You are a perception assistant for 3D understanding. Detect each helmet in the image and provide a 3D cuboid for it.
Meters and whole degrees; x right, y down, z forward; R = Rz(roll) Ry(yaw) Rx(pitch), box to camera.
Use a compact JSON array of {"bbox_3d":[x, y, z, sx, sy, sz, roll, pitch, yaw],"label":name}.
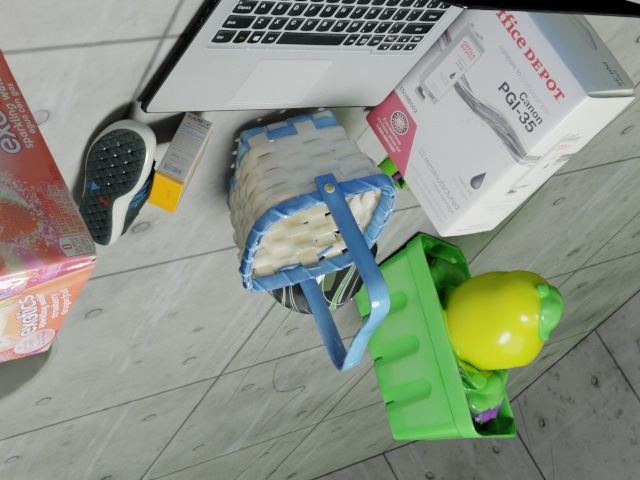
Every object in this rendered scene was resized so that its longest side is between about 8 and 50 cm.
[{"bbox_3d":[-0.011,0.028,1.783,0.169,0.169,0.162,-8,135,-43],"label":"helmet"}]

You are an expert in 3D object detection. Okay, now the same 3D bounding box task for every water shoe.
[{"bbox_3d":[-0.225,-0.079,1.420,0.080,0.073,0.203,-48,175,-43],"label":"water shoe"}]

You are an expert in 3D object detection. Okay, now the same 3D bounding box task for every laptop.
[{"bbox_3d":[0.092,-0.189,1.313,0.381,0.236,0.408,-7,150,-44],"label":"laptop"}]

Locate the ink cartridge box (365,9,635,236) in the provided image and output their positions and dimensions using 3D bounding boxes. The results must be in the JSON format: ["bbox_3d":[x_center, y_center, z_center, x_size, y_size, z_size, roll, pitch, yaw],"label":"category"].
[{"bbox_3d":[0.219,-0.171,1.556,0.117,0.207,0.283,-9,150,-46],"label":"ink cartridge box"}]

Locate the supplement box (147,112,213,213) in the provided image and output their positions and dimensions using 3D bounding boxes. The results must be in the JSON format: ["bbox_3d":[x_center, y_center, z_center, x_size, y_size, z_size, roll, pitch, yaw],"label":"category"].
[{"bbox_3d":[-0.161,-0.089,1.417,0.062,0.036,0.098,117,-4,-55],"label":"supplement box"}]

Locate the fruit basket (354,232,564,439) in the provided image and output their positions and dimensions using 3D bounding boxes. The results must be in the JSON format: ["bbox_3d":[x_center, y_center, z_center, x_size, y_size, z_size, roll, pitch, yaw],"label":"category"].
[{"bbox_3d":[0.271,0.159,2.154,0.392,0.392,0.283,-36,158,17],"label":"fruit basket"}]

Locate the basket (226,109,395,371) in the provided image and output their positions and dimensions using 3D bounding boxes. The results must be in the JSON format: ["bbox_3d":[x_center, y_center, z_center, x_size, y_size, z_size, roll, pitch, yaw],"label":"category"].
[{"bbox_3d":[0.000,0.000,1.545,0.201,0.289,0.255,-13,160,-17],"label":"basket"}]

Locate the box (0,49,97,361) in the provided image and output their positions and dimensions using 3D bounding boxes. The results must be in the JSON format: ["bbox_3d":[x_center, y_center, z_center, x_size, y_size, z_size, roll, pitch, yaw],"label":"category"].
[{"bbox_3d":[-0.317,-0.055,1.001,0.142,0.300,0.154,-12,154,-38],"label":"box"}]

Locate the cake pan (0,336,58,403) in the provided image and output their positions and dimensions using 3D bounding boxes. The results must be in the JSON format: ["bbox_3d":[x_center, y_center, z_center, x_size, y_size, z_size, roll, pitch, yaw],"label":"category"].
[{"bbox_3d":[-0.494,0.169,1.633,0.293,0.054,0.293,-25,159,-10],"label":"cake pan"}]

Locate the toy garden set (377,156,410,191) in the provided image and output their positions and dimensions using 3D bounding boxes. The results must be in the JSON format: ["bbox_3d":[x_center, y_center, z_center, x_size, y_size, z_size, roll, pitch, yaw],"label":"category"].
[{"bbox_3d":[0.218,-0.128,1.872,0.203,0.049,0.244,-39,157,24],"label":"toy garden set"}]
